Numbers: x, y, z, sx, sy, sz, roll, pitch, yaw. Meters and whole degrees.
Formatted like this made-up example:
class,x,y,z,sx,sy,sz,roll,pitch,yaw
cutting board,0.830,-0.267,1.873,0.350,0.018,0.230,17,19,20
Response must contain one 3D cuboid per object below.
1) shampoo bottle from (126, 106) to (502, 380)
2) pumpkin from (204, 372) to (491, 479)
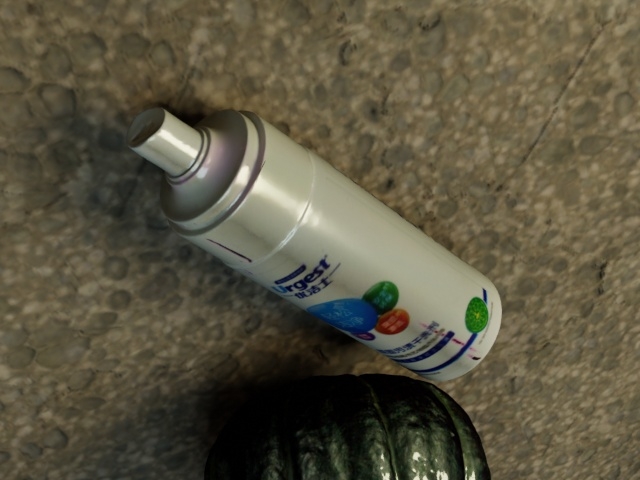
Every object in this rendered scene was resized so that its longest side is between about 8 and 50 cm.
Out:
class,x,y,z,sx,sy,sz,roll,pitch,yaw
shampoo bottle,0.000,0.000,0.679,0.092,0.092,0.303,-45,131,13
pumpkin,0.021,0.189,0.775,0.220,0.162,0.220,-9,152,-5
